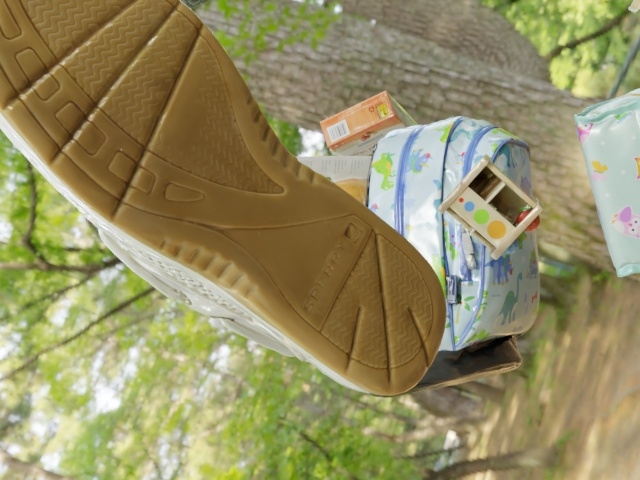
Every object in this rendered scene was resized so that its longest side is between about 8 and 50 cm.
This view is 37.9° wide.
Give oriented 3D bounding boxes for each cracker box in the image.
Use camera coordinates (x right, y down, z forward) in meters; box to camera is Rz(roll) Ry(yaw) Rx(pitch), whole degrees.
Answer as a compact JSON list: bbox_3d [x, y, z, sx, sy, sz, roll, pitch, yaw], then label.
[{"bbox_3d":[0.120,-0.218,1.977,0.232,0.156,0.067,28,-138,-62],"label":"cracker box"}]

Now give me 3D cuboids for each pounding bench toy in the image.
[{"bbox_3d":[0.134,-0.026,0.719,0.052,0.065,0.083,-49,-3,13],"label":"pounding bench toy"}]

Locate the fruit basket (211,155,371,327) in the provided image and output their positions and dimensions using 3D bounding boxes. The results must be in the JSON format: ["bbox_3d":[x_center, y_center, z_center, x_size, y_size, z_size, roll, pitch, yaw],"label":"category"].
[{"bbox_3d":[0.000,0.000,1.498,0.165,0.353,0.326,-94,5,-56],"label":"fruit basket"}]

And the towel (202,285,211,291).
[{"bbox_3d":[-0.113,-0.009,1.636,0.275,0.199,0.031,-35,-20,-25],"label":"towel"}]

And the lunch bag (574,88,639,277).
[{"bbox_3d":[0.441,-0.091,1.243,0.262,0.160,0.223,-32,-74,-65],"label":"lunch bag"}]

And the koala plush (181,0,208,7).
[{"bbox_3d":[-0.178,-0.378,1.019,0.196,0.204,0.221,-64,-45,-87],"label":"koala plush"}]

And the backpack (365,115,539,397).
[{"bbox_3d":[0.177,0.011,1.270,0.290,0.273,0.355,5,-112,-55],"label":"backpack"}]

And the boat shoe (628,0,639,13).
[{"bbox_3d":[0.552,-0.397,1.560,0.068,0.072,0.189,-49,-51,-72],"label":"boat shoe"}]

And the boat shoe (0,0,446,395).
[{"bbox_3d":[-0.065,-0.022,0.428,0.096,0.277,0.098,-12,38,57],"label":"boat shoe"}]
